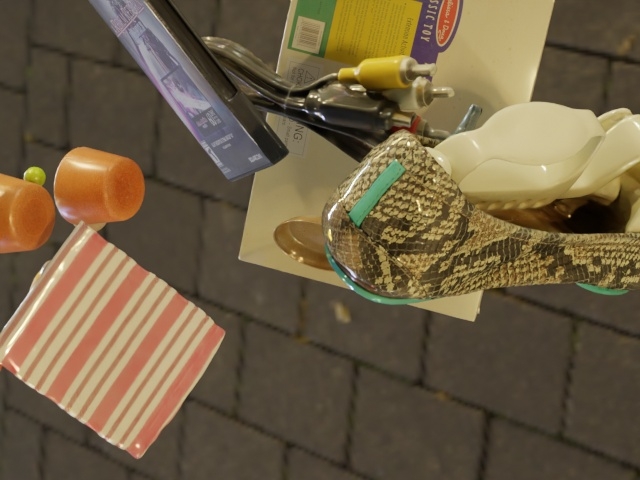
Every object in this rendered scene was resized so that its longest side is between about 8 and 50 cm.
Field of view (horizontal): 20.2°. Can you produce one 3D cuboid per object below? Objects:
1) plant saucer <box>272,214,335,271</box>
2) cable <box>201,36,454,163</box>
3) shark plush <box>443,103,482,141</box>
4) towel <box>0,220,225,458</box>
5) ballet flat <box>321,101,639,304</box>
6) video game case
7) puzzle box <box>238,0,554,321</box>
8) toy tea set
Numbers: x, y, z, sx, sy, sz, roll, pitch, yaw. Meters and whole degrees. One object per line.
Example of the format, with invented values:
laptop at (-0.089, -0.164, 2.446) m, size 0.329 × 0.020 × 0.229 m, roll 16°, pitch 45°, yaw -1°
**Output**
plant saucer at (0.000, 0.000, 1.572) m, size 0.083 × 0.083 × 0.015 m, roll -14°, pitch 48°, yaw 45°
cable at (0.000, -0.146, 1.837) m, size 0.287 × 0.072 × 0.139 m, roll 15°, pitch 141°, yaw 27°
shark plush at (0.114, -0.046, 1.658) m, size 0.161 × 0.073 × 0.067 m, roll -51°, pitch 20°, yaw -6°
towel at (-0.186, 0.090, 1.583) m, size 0.144 × 0.197 × 0.029 m, roll -56°, pitch 36°, yaw -9°
ballet flat at (0.203, -0.040, 1.580) m, size 0.164 × 0.483 × 0.182 m, roll 51°, pitch 122°, yaw 28°
video game case at (-0.143, -0.177, 1.715) m, size 0.274 × 0.026 × 0.196 m, roll 51°, pitch 167°, yaw -7°
puzzle box at (0.084, -0.140, 1.905) m, size 0.272 × 0.052 × 0.409 m, roll 15°, pitch 107°, yaw 8°
toy tea set at (-0.296, 0.023, 1.624) m, size 0.124 × 0.336 × 0.200 m, roll 5°, pitch 107°, yaw 35°
